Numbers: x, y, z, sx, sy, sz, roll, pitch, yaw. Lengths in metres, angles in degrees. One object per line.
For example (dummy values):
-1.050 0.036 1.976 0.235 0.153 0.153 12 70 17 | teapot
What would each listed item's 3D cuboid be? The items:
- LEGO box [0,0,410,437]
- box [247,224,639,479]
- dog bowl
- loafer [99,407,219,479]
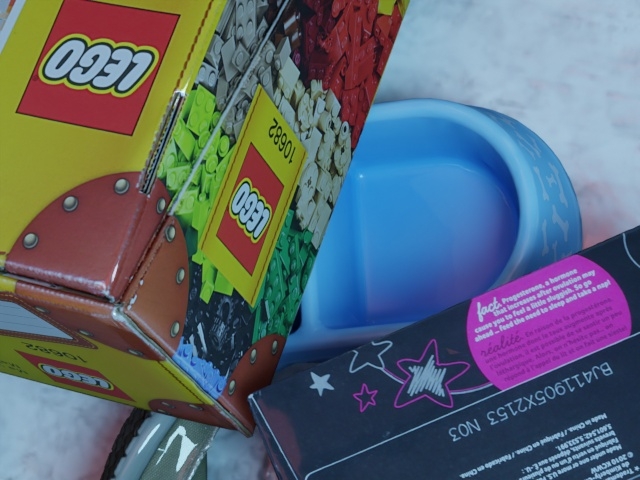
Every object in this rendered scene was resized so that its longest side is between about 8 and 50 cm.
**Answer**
-0.226 -0.141 1.079 0.500 0.193 0.372 13 71 23 | LEGO box
0.110 0.119 0.991 0.247 0.142 0.163 -23 71 -3 | box
0.000 0.000 1.107 0.297 0.074 0.166 -6 77 14 | dog bowl
-0.098 0.193 1.090 0.087 0.094 0.251 19 100 -7 | loafer
